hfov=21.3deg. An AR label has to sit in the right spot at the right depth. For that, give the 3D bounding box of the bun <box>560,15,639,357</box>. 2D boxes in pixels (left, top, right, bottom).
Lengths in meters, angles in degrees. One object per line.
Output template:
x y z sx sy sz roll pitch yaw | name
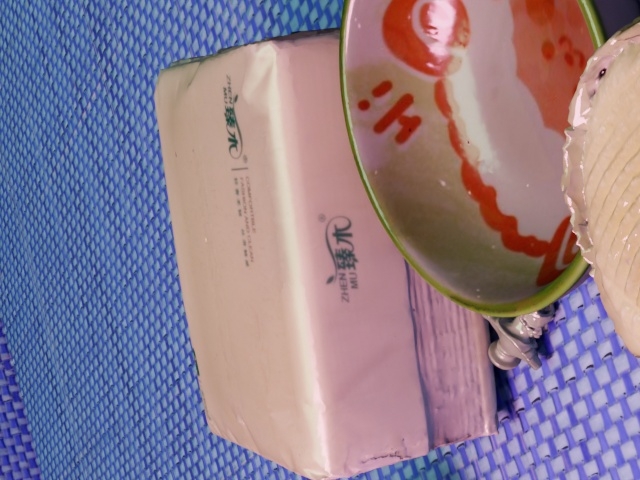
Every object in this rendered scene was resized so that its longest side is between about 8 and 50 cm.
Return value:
0.265 -0.032 1.010 0.259 0.152 0.259 169 90 -69 | bun

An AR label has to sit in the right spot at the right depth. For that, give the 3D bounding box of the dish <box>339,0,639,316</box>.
0.153 -0.113 1.268 0.324 0.124 0.324 29 126 51 | dish

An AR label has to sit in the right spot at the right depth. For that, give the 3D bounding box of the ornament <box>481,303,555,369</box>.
0.164 0.074 1.408 0.092 0.041 0.068 -22 98 56 | ornament

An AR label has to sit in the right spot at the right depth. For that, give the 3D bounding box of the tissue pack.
0.000 0.000 1.531 0.297 0.207 0.380 180 81 -66 | tissue pack
